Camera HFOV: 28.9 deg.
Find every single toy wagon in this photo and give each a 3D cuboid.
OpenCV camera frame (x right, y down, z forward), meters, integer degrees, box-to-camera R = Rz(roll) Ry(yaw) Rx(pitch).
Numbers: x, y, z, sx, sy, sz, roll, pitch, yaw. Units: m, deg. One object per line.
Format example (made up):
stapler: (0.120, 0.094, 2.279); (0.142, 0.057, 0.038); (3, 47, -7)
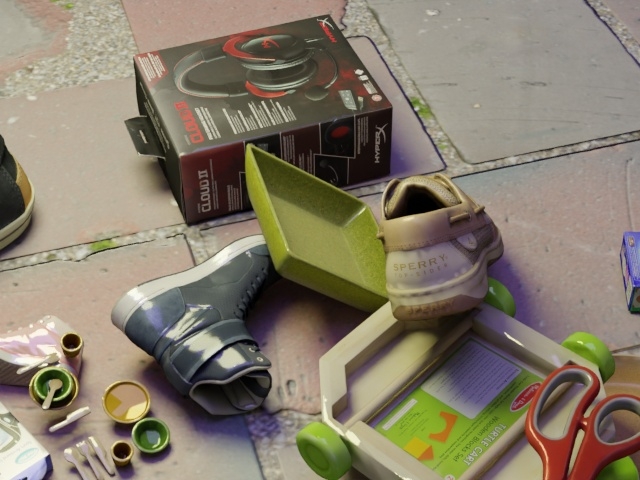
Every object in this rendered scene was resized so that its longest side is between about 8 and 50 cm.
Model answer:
toy wagon: (0.158, 0.174, 1.143); (0.344, 0.068, 0.267); (31, 54, 32)

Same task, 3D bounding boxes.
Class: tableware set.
tableware set: (-0.220, 0.157, 1.216); (0.104, 0.024, 0.154); (-26, 65, -26)

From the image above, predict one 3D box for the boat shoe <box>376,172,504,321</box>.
boat shoe: (0.120, -0.017, 1.274); (0.122, 0.110, 0.341); (-14, 11, 8)

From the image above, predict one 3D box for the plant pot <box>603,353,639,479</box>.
plant pot: (0.298, 0.205, 1.177); (0.236, 0.032, 0.236); (-1, 42, 1)

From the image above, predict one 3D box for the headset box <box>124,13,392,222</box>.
headset box: (-0.087, -0.150, 1.514); (0.293, 0.110, 0.218); (-14, 44, -14)

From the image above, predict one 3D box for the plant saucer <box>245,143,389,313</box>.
plant saucer: (0.000, 0.000, 1.342); (0.188, 0.045, 0.188); (25, 28, -36)

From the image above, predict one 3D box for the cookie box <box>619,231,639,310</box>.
cookie box: (0.386, 0.035, 1.353); (0.107, 0.040, 0.092); (2, 42, 4)

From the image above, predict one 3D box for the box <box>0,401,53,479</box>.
box: (-0.320, 0.204, 1.195); (0.081, 0.028, 0.136); (-32, 53, -29)

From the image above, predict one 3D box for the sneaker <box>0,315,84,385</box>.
sneaker: (-0.308, 0.109, 1.279); (0.134, 0.051, 0.070); (11, 48, 2)

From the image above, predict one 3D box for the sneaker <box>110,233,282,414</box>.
sneaker: (-0.078, 0.088, 1.280); (0.226, 0.086, 0.163); (-26, 56, -36)

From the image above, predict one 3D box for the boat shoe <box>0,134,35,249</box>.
boat shoe: (-0.532, 0.013, 1.316); (0.500, 0.156, 0.187); (-34, 53, -29)

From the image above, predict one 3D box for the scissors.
scissors: (0.190, 0.217, 1.031); (0.109, 0.021, 0.297); (21, 49, 22)
